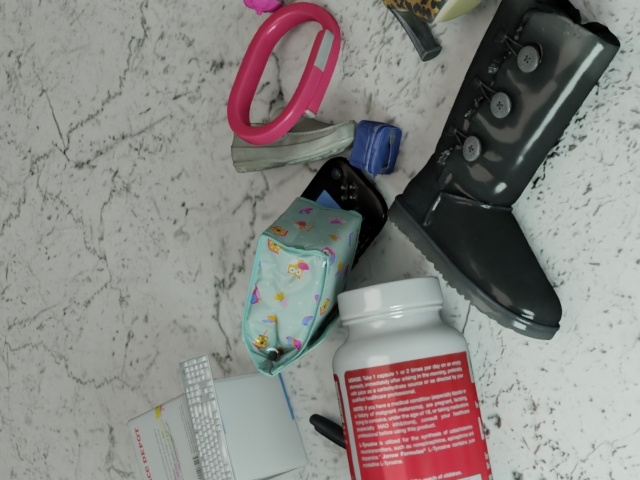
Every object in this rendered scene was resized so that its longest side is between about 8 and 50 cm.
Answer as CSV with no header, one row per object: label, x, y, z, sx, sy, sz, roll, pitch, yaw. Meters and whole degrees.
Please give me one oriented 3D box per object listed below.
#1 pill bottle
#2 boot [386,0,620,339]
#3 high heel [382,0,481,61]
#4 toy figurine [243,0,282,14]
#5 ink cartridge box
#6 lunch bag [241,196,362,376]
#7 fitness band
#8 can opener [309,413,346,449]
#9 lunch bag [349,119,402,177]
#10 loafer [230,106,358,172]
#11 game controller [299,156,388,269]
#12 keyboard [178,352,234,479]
pill bottle,0.145,0.274,1.742,0.229,0.229,0.407,-16,81,42
boot,0.328,-0.124,1.636,0.367,0.146,0.445,44,114,31
high heel,0.177,-0.436,1.742,0.186,0.093,0.261,63,152,15
toy figurine,-0.110,-0.519,2.053,0.173,0.130,0.159,-28,86,14
ink cartridge box,-0.206,0.396,2.085,0.270,0.197,0.198,-29,72,38
lunch bag,-0.032,0.088,1.853,0.160,0.223,0.262,15,113,12
fitness band,-0.068,-0.309,1.969,0.209,0.054,0.291,9,73,45
can opener,0.052,0.365,1.956,0.186,0.073,0.059,13,139,44
lunch bag,0.100,-0.159,1.878,0.065,0.067,0.098,22,107,40
loafer,-0.056,-0.196,1.990,0.319,0.112,0.111,-6,96,43
game controller,0.000,0.000,1.975,0.166,0.067,0.319,54,125,27
keyboard,-0.206,0.338,1.944,0.072,0.014,0.256,-22,77,37
